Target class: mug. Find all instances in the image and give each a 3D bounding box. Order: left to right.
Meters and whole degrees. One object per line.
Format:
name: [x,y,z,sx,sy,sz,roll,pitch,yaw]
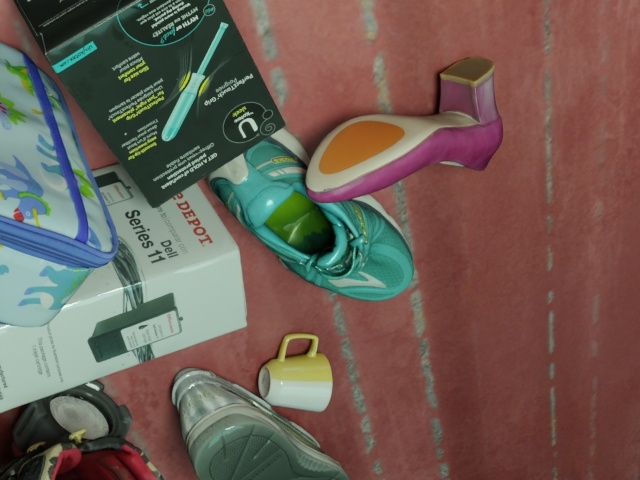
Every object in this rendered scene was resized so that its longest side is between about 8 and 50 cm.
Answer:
mug: [-0.030,0.141,1.087,0.064,0.078,0.062,4,159,-25]

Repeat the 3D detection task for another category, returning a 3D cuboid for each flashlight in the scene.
flashlight: [-0.288,0.267,0.992,0.103,0.103,0.304,27,113,-17]

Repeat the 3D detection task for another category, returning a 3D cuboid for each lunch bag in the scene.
lunch bag: [-0.226,-0.055,0.651,0.090,0.219,0.176,-44,137,18]

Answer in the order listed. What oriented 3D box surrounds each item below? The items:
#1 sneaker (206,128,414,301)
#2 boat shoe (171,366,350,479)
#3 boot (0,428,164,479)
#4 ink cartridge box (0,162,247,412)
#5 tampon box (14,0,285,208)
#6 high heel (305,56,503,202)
sneaker: [0.000,0.000,0.930,0.107,0.110,0.275,-45,138,10]
boat shoe: [-0.060,0.237,1.123,0.118,0.103,0.320,-38,142,1]
boot: [-0.292,0.199,0.781,0.284,0.138,0.377,-17,128,27]
ink cartridge box: [-0.179,0.024,0.804,0.208,0.153,0.087,-18,134,-20]
tampon box: [-0.120,-0.129,0.741,0.120,0.101,0.161,-32,139,-4]
high heel: [0.078,-0.064,0.912,0.244,0.082,0.117,-41,137,-39]
